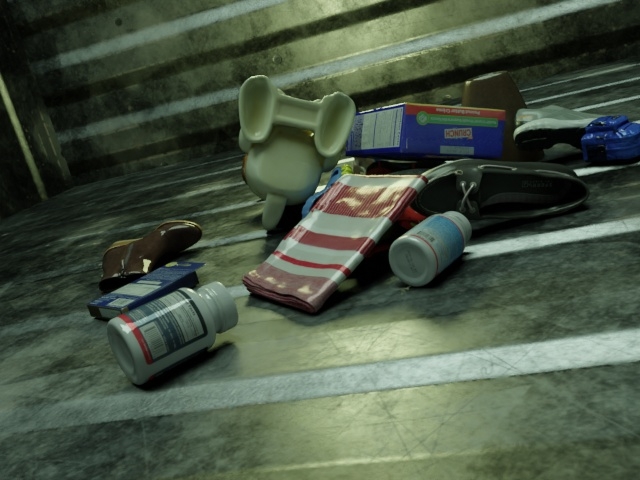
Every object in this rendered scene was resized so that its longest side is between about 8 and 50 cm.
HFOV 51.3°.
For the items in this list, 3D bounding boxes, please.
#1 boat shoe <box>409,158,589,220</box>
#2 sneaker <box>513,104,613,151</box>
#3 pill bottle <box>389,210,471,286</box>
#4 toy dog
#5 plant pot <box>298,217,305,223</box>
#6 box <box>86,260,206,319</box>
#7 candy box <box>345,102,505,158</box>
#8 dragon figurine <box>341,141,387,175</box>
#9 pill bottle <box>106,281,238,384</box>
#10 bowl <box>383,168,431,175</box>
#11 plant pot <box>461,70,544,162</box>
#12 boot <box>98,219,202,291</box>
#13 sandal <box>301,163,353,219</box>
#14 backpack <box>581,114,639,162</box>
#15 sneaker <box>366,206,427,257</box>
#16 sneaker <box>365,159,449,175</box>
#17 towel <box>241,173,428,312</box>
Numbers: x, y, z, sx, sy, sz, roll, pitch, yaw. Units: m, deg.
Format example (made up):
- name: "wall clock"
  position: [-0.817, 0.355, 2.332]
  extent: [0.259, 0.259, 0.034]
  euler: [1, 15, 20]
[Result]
- name: "boat shoe"
  position: [0.332, -0.093, 1.234]
  extent: [0.335, 0.112, 0.095]
  euler: [-5, 15, -9]
- name: "sneaker"
  position: [0.595, -0.280, 1.594]
  extent: [0.271, 0.100, 0.108]
  euler: [1, 56, -2]
- name: "pill bottle"
  position: [0.190, 0.008, 1.120]
  extent: [0.087, 0.087, 0.160]
  euler: [-1, 21, 41]
- name: "toy dog"
  position: [-0.080, -0.217, 1.794]
  extent: [0.284, 0.395, 0.408]
  euler: [2, -1, -7]
- name: "plant pot"
  position: [0.000, 0.000, 1.363]
  extent: [0.079, 0.083, 0.083]
  euler: [14, 30, 35]
- name: "box"
  position: [-0.353, 0.103, 1.389]
  extent: [0.136, 0.036, 0.225]
  euler: [1, 23, 43]
- name: "candy box"
  position: [0.245, -0.257, 1.628]
  extent: [0.268, 0.122, 0.317]
  euler: [1, 6, -22]
- name: "dragon figurine"
  position: [0.103, -0.277, 1.889]
  extent: [0.085, 0.289, 0.144]
  euler: [-29, 21, 19]
- name: "pill bottle"
  position: [-0.223, 0.135, 1.026]
  extent: [0.180, 0.108, 0.108]
  euler: [-25, 18, -34]
- name: "bowl"
  position: [0.183, -0.103, 1.521]
  extent: [0.170, 0.080, 0.170]
  euler: [-15, 16, 4]
- name: "plant pot"
  position: [0.448, -0.311, 1.718]
  extent: [0.215, 0.230, 0.215]
  euler: [-14, 15, 4]
- name: "boot"
  position: [-0.407, 0.043, 1.616]
  extent: [0.248, 0.090, 0.207]
  euler: [-15, 28, -3]
- name: "sandal"
  position: [0.027, -0.095, 1.576]
  extent: [0.138, 0.126, 0.317]
  euler: [-17, 14, 8]
- name: "backpack"
  position: [0.651, -0.223, 1.471]
  extent: [0.098, 0.101, 0.120]
  euler: [-33, 26, -31]
- name: "sneaker"
  position: [0.177, -0.033, 1.307]
  extent: [0.279, 0.107, 0.118]
  euler: [-24, 33, -13]
- name: "sneaker"
  position: [0.230, -0.148, 1.657]
  extent: [0.262, 0.104, 0.125]
  euler: [6, 9, 43]
- name: "towel"
  position: [0.022, -0.012, 1.220]
  extent: [0.329, 0.037, 0.237]
  euler: [-48, 29, -22]
